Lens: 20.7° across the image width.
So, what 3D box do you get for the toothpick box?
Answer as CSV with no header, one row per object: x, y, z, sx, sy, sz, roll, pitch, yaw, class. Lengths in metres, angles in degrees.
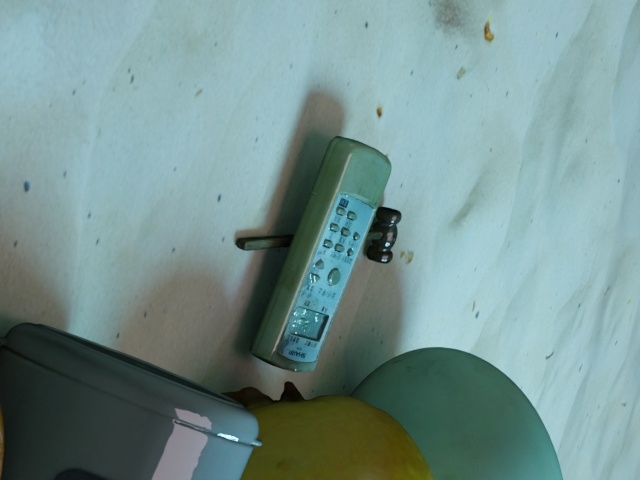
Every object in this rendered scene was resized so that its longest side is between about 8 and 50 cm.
-0.194,0.239,1.324,0.229,0.229,0.316,31,80,-62,toothpick box

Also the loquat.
-0.023,0.261,1.632,0.275,0.275,0.274,-40,139,-46,loquat

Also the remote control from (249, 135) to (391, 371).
0.002,0.015,1.704,0.098,0.038,0.233,21,91,-59,remote control

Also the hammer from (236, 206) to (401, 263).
0.000,0.000,1.750,0.292,0.029,0.058,-5,108,-59,hammer

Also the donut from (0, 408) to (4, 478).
-0.311,0.158,1.174,0.226,0.114,0.226,-40,139,-48,donut

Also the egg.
0.126,0.304,1.866,0.276,0.276,0.388,34,52,-62,egg
